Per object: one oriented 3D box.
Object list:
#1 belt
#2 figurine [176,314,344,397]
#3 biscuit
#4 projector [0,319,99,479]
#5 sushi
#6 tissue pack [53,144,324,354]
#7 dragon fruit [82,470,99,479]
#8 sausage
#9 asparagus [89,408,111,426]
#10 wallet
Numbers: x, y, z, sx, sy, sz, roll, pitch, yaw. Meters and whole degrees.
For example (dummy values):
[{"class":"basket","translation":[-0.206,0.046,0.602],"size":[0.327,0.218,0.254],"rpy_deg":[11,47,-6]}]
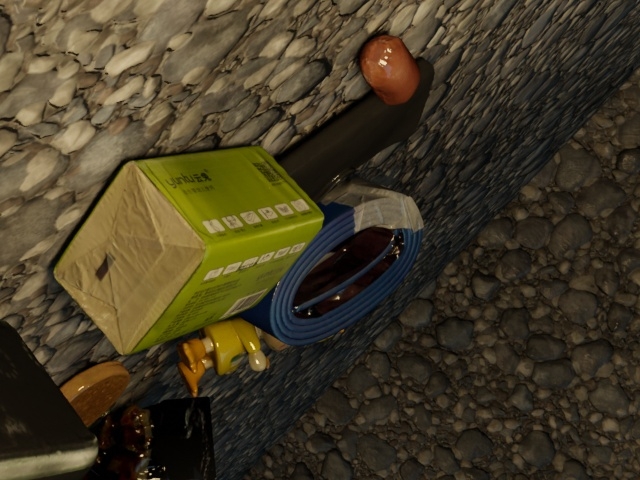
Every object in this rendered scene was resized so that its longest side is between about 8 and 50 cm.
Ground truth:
[{"class":"belt","translation":[0.014,0.031,1.738],"size":[0.347,0.117,0.212],"rpy_deg":[-33,126,-28]},{"class":"figurine","translation":[-0.105,0.148,1.892],"size":[0.343,0.187,0.215],"rpy_deg":[-29,171,-23]},{"class":"biscuit","translation":[-0.432,0.287,1.686],"size":[0.288,0.044,0.202],"rpy_deg":[-30,161,-37]},{"class":"projector","translation":[-0.498,0.286,1.089],"size":[0.405,0.242,0.395],"rpy_deg":[-42,167,4]},{"class":"sushi","translation":[-0.334,0.412,1.923],"size":[0.212,0.216,0.227],"rpy_deg":[0,169,-38]},{"class":"tissue pack","translation":[-0.160,0.003,1.310],"size":[0.200,0.167,0.274],"rpy_deg":[-51,162,26]},{"class":"dragon fruit","translation":[-0.544,0.519,1.915],"size":[0.205,0.152,0.317],"rpy_deg":[-27,-175,17]},{"class":"sausage","translation":[0.101,-0.242,1.478],"size":[0.077,0.077,0.194],"rpy_deg":[-44,166,8]},{"class":"asparagus","translation":[-0.431,0.341,1.910],"size":[0.114,0.014,0.015],"rpy_deg":[-31,-161,-35]},{"class":"wallet","translation":[0.026,-0.134,1.617],"size":[0.377,0.051,0.197],"rpy_deg":[-37,163,-26]}]
